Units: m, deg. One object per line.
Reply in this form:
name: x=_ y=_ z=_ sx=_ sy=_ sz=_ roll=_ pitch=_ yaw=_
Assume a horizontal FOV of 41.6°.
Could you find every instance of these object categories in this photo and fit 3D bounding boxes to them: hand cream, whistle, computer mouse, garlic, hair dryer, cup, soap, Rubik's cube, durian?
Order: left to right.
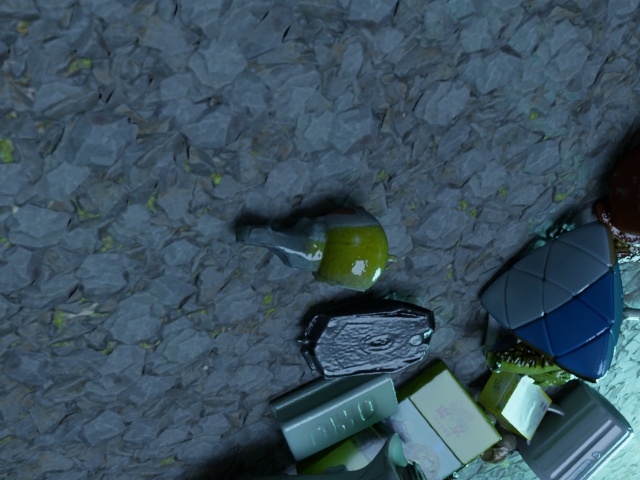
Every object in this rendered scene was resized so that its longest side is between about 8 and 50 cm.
whistle: x=0.000 y=0.000 z=1.117 sx=0.223 sy=0.123 sz=0.123 roll=11 pitch=125 yaw=-16
soap: x=0.026 y=0.281 z=1.417 sx=0.198 sy=0.066 sz=0.119 roll=-25 pitch=136 yaw=-8
computer mouse: x=0.070 y=0.144 z=1.312 sx=0.231 sy=0.071 sz=0.126 roll=-6 pitch=120 yaw=-15
garlic: x=0.365 y=0.426 z=1.756 sx=0.084 sy=0.066 sz=0.152 roll=-30 pitch=163 yaw=4
hand cream: x=0.327 y=0.172 z=1.511 sx=0.084 sy=0.053 sz=0.142 roll=-8 pitch=123 yaw=-24
durian: x=0.430 y=0.196 z=1.511 sx=0.375 sy=0.106 sz=0.132 roll=-9 pitch=136 yaw=-41
cup: x=0.524 y=0.412 z=1.767 sx=0.202 sy=0.167 sz=0.221 roll=-48 pitch=138 yaw=13
Rubik's cube: x=0.444 y=0.077 z=1.397 sx=0.254 sy=0.254 sz=0.254 roll=-17 pitch=136 yaw=-17
hair dryer: x=0.657 y=0.153 z=1.672 sx=0.137 sy=0.082 sz=0.047 roll=6 pitch=128 yaw=-16

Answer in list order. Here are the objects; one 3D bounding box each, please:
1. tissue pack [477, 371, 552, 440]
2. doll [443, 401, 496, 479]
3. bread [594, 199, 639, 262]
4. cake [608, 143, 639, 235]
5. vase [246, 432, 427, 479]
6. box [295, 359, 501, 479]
tissue pack: x=0.378 y=0.311 z=1.637 sx=0.095 sy=0.062 sz=0.176 roll=-57 pitch=138 yaw=-9
doll: x=0.242 y=0.437 z=1.651 sx=0.175 sy=0.149 sz=0.278 roll=34 pitch=97 yaw=-19
bread: x=0.576 y=-0.014 z=1.444 sx=0.269 sy=0.095 sz=0.139 roll=-10 pitch=127 yaw=-17
cake: x=0.599 y=-0.069 z=1.316 sx=0.283 sy=0.151 sz=0.177 roll=14 pitch=94 yaw=-10
vase: x=-0.028 y=0.482 z=1.403 sx=0.445 sy=0.250 sz=0.250 roll=-25 pitch=139 yaw=10
box: x=0.142 y=0.385 z=1.539 sx=0.335 sy=0.047 sz=0.187 roll=-37 pitch=106 yaw=5
